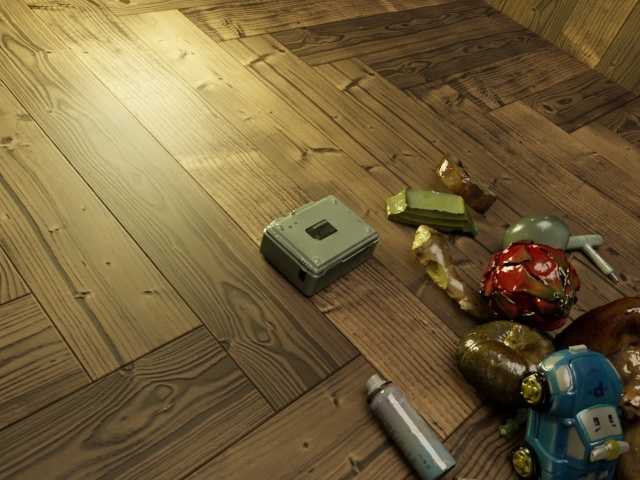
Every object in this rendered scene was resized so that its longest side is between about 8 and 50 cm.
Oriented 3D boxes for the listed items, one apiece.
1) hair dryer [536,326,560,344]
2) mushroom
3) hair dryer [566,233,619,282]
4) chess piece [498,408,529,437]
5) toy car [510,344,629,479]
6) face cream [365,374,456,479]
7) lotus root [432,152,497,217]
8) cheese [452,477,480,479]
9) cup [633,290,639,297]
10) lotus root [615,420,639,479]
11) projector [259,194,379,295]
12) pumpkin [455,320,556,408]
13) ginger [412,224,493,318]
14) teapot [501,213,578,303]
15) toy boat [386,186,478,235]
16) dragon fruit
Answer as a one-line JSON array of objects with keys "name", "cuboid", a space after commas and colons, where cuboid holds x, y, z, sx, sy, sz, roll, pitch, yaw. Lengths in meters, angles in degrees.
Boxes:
[{"name": "hair dryer", "cuboid": [0.577, 0.239, 1.474, 0.026, 0.047, 0.083, -9, 36, -27]}, {"name": "mushroom", "cuboid": [0.664, 0.258, 1.331, 0.267, 0.267, 0.255, -9, 85, -28]}, {"name": "hair dryer", "cuboid": [0.816, 0.059, 1.746, 0.154, 0.044, 0.183, -5, 51, -22]}, {"name": "chess piece", "cuboid": [0.419, 0.392, 1.259, 0.093, 0.042, 0.042, -23, 57, -31]}, {"name": "toy car", "cuboid": [0.506, 0.366, 1.146, 0.198, 0.315, 0.166, -1, 12, -24]}, {"name": "face cream", "cuboid": [0.168, 0.367, 1.162, 0.075, 0.075, 0.229, -18, 55, -34]}, {"name": "lotus root", "cuboid": [0.426, -0.187, 1.785, 0.170, 0.074, 0.261, 9, 37, -49]}, {"name": "cheese", "cuboid": [0.282, 0.494, 1.102, 0.060, 0.042, 0.084, 15, 27, -16]}, {"name": "cup", "cuboid": [0.958, 0.258, 1.509, 0.208, 0.288, 0.273, -22, 49, 9]}, {"name": "lotus root", "cuboid": [0.719, 0.444, 1.241, 0.160, 0.146, 0.284, 43, 43, 2]}, {"name": "projector", "cuboid": [0.000, 0.000, 1.455, 0.192, 0.099, 0.256, 41, 46, 22]}, {"name": "pumpkin", "cuboid": [0.421, 0.260, 1.290, 0.218, 0.162, 0.219, 6, 27, -3]}, {"name": "ginger", "cuboid": [0.336, 0.085, 1.515, 0.295, 0.086, 0.131, 55, 24, 21]}, {"name": "teapot", "cuboid": [0.599, 0.059, 1.577, 0.183, 0.183, 0.251, 5, 56, -16]}, {"name": "toy boat", "cuboid": [0.329, -0.086, 1.677, 0.276, 0.084, 0.111, 12, 41, -7]}, {"name": "dragon fruit", "cuboid": [0.511, 0.120, 1.372, 0.233, 0.234, 0.293, 0, 21, -20]}]
